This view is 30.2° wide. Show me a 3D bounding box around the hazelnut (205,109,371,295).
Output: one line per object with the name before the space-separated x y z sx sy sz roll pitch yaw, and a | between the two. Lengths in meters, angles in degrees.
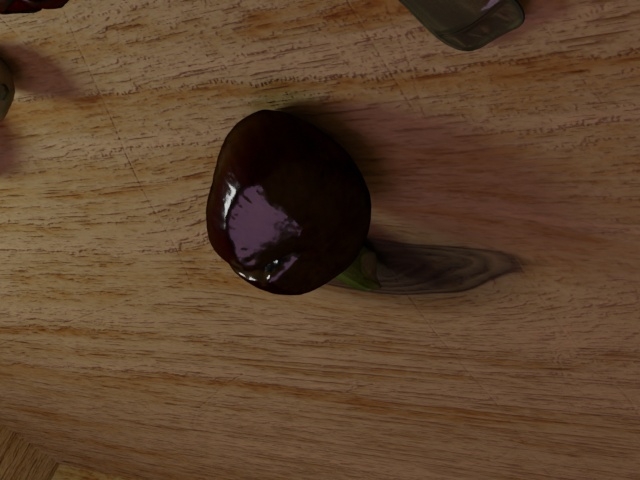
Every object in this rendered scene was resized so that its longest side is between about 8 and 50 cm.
hazelnut | -0.048 -0.055 1.542 0.217 0.217 0.251 11 140 28

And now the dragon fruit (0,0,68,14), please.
dragon fruit | -0.335 -0.332 1.306 0.182 0.182 0.189 38 153 -22

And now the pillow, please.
pillow | 0.097 -0.266 1.182 0.217 0.033 0.130 35 156 -18

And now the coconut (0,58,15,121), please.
coconut | -0.506 -0.221 1.730 0.122 0.116 0.116 9 149 33

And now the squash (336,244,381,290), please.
squash | 0.000 0.000 1.724 0.239 0.069 0.069 36 152 -19
